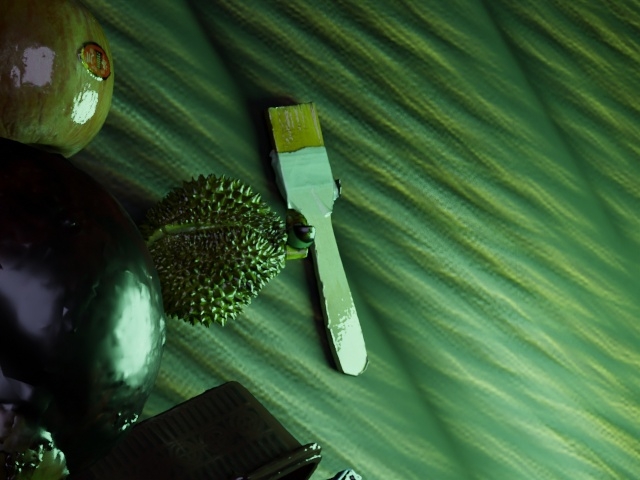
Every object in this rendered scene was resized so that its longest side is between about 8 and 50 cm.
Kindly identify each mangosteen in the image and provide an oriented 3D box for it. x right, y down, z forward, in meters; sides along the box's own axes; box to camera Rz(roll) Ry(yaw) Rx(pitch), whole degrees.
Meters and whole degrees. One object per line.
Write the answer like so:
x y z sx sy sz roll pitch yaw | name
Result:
-0.343 0.107 1.659 0.381 0.381 0.421 18 94 -26 | mangosteen

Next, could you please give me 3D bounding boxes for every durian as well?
-0.122 0.008 1.938 0.159 0.146 0.198 47 53 5 | durian

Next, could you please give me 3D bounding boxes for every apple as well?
-0.321 -0.176 1.816 0.211 0.211 0.188 1 78 -31 | apple

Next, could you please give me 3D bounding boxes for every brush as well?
0.000 0.000 2.081 0.085 0.020 0.337 -10 85 -33 | brush

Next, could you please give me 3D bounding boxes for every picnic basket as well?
-0.158 0.267 1.834 0.296 0.222 0.129 -24 69 -33 | picnic basket

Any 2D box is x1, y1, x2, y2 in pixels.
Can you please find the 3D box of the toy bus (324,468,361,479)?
0.068 0.409 1.961 0.292 0.133 0.125 51 54 -9 | toy bus
